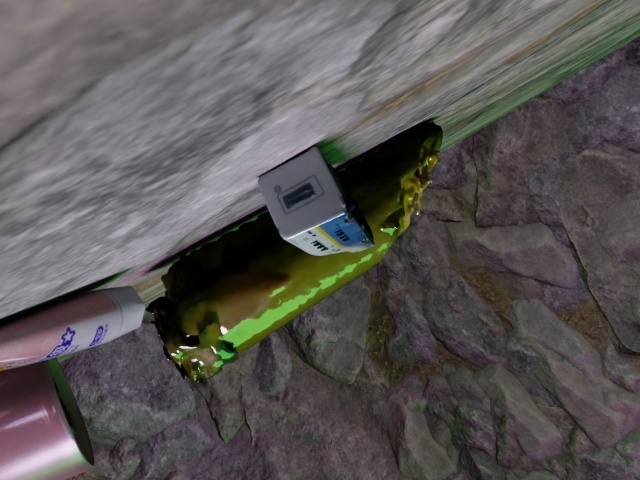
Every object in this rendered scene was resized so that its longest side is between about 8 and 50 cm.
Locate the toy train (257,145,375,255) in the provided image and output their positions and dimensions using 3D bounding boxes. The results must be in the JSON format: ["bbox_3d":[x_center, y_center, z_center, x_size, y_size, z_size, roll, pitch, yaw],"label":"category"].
[{"bbox_3d":[0.007,-0.017,0.549,0.051,0.052,0.234,-25,170,5],"label":"toy train"}]

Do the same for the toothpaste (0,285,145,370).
[{"bbox_3d":[-0.202,0.069,0.484,0.067,0.042,0.194,-26,176,27],"label":"toothpaste"}]

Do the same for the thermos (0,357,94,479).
[{"bbox_3d":[-0.398,0.225,0.736,0.265,0.146,0.176,-21,-156,-15],"label":"thermos"}]

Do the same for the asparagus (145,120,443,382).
[{"bbox_3d":[0.000,0.000,0.714,0.382,0.108,0.128,-31,-147,-11],"label":"asparagus"}]
